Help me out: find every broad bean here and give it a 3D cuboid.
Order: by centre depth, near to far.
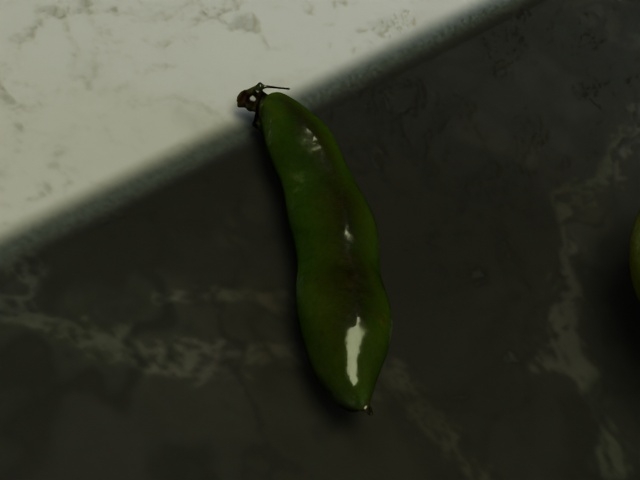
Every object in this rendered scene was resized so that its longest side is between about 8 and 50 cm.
[{"bbox_3d":[0.004,-0.001,1.017,0.065,0.046,0.254,-5,55,-16],"label":"broad bean"}]

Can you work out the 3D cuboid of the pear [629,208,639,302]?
[{"bbox_3d":[0.297,0.000,1.050,0.180,0.166,0.216,27,48,16],"label":"pear"}]
